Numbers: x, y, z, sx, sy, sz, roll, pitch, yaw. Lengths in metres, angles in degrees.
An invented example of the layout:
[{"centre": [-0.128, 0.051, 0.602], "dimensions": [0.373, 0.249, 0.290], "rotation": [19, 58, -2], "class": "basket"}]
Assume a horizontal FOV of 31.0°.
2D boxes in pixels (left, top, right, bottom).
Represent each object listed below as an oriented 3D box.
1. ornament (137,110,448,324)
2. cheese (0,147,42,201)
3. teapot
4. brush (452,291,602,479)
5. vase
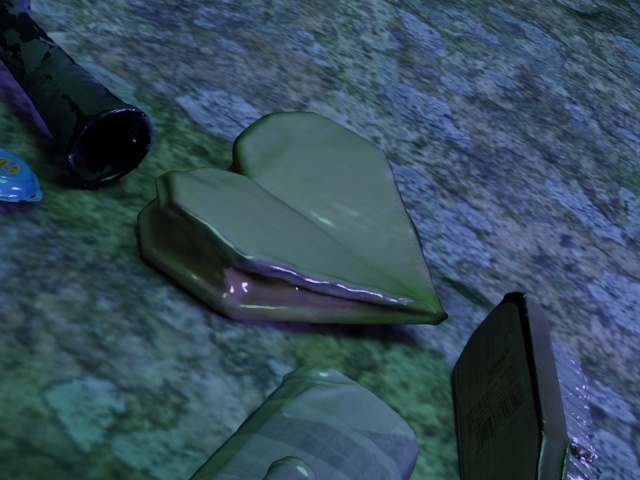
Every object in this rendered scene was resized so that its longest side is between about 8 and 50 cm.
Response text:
[{"centre": [0.000, 0.000, 0.702], "dimensions": [0.180, 0.059, 0.201], "rotation": [35, 30, 9], "class": "ornament"}, {"centre": [-0.201, -0.050, 0.633], "dimensions": [0.111, 0.017, 0.047], "rotation": [31, 24, 5], "class": "cheese"}, {"centre": [-0.023, 0.113, 0.425], "dimensions": [0.077, 0.107, 0.200], "rotation": [36, 28, 7], "class": "teapot"}, {"centre": [0.111, 0.141, 0.559], "dimensions": [0.065, 0.070, 0.327], "rotation": [34, 27, -14], "class": "brush"}, {"centre": [-0.169, -0.104, 0.711], "dimensions": [0.059, 0.059, 0.167], "rotation": [-4, 42, -47], "class": "vase"}]
